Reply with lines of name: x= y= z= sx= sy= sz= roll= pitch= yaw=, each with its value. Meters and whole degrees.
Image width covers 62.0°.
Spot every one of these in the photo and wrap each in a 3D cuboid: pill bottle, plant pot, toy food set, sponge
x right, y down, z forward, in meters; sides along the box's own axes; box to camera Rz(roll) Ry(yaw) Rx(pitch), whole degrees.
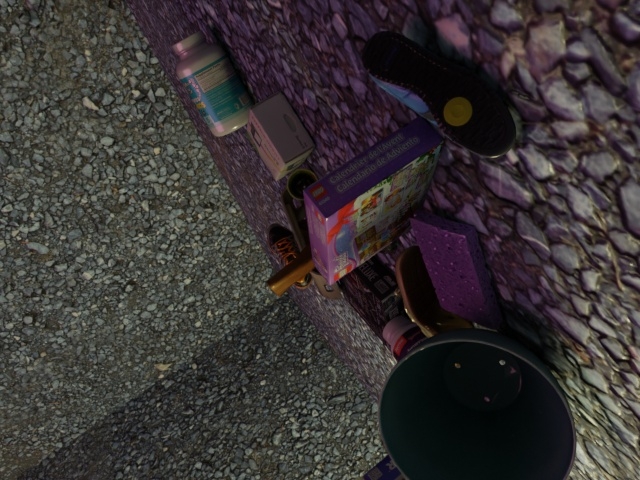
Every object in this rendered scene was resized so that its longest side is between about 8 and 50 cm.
pill bottle: x=-0.295 y=-0.431 z=1.460 sx=0.264 sy=0.146 sz=0.146 roll=61 pitch=168 yaw=-23
plant pot: x=0.262 y=0.266 z=0.890 sx=0.290 sy=0.290 sz=0.195 roll=55 pitch=-155 yaw=3
pill bottle: x=0.240 y=0.271 z=1.300 sx=0.193 sy=0.108 sz=0.108 roll=44 pitch=164 yaw=46
toy food set: x=-0.014 y=0.005 z=1.524 sx=0.219 sy=0.092 sz=0.306 roll=68 pitch=179 yaw=-66
plant pot: x=-0.046 y=-0.146 z=1.423 sx=0.083 sy=0.083 sz=0.079 roll=56 pitch=180 yaw=0
sponge: x=0.225 y=0.050 z=0.881 sx=0.117 sy=0.031 sz=0.210 roll=22 pitch=145 yaw=51

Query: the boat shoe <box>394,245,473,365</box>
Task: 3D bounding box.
boat shoe: x=0.208 y=0.125 z=1.026 sx=0.285 sy=0.105 sz=0.089 roll=60 pitch=165 yaw=-25

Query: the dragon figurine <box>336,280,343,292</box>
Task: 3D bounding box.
dragon figurine: x=0.009 y=0.058 z=1.724 sx=0.289 sy=0.144 sz=0.085 roll=31 pitch=158 yaw=20

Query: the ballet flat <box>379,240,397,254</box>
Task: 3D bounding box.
ballet flat: x=0.122 y=0.004 z=1.193 sx=0.049 sy=0.057 sz=0.173 roll=68 pitch=161 yaw=-5

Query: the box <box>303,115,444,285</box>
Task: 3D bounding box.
box: x=0.077 y=-0.047 z=0.842 sx=0.057 sy=0.201 sz=0.293 roll=52 pitch=168 yaw=19

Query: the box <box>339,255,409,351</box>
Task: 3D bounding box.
box: x=0.137 y=0.142 z=1.451 sx=0.242 sy=0.076 sz=0.307 roll=48 pitch=166 yaw=37

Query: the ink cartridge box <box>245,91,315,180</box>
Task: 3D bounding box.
ink cartridge box: x=-0.104 y=-0.250 z=1.311 sx=0.154 sy=0.093 sz=0.212 roll=57 pitch=167 yaw=-2

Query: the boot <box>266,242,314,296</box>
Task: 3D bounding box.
boot: x=0.000 y=0.000 z=1.089 sx=0.096 sy=0.280 sz=0.264 roll=55 pitch=169 yaw=3

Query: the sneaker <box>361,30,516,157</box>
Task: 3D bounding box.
sneaker: x=0.141 y=-0.168 z=0.617 sx=0.209 sy=0.069 sz=0.082 roll=42 pitch=-162 yaw=20

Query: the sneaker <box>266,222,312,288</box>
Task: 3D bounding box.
sneaker: x=-0.090 y=0.041 z=1.564 sx=0.215 sy=0.084 sz=0.083 roll=57 pitch=179 yaw=6

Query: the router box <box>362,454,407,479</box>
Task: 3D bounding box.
router box: x=0.326 y=0.673 z=1.504 sx=0.301 sy=0.335 sz=0.082 roll=62 pitch=165 yaw=-24
